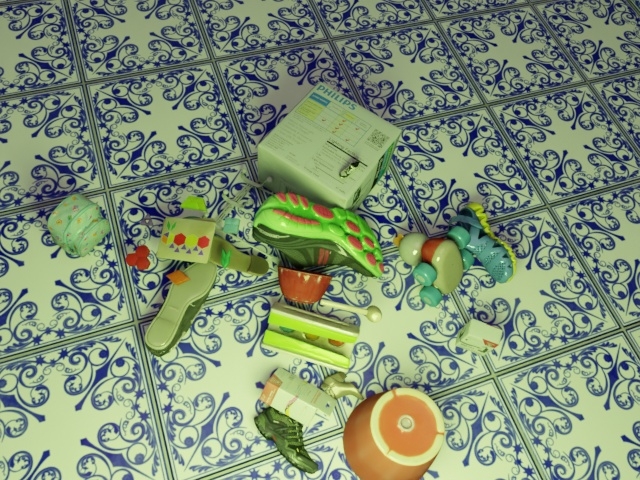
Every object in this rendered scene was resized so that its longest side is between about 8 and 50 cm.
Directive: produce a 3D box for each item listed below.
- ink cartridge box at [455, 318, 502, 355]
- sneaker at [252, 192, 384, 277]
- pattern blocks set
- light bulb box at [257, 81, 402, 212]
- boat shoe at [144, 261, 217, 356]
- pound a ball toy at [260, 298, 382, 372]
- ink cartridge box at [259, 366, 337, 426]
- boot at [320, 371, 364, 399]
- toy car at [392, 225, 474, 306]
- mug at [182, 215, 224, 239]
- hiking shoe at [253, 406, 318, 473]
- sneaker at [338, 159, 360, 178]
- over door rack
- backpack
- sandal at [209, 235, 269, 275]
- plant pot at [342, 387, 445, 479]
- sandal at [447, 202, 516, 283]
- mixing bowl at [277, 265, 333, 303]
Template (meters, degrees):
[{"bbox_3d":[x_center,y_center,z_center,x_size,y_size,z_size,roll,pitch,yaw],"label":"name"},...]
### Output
[{"bbox_3d":[0.487,0.301,1.746,0.099,0.135,0.056,20,65,5],"label":"ink cartridge box"},{"bbox_3d":[0.000,0.000,1.793,0.483,0.202,0.185,25,48,-25],"label":"sneaker"},{"bbox_3d":[-0.418,-0.002,1.752,0.325,0.026,0.285,14,74,13],"label":"pattern blocks set"},{"bbox_3d":[0.028,-0.291,1.957,0.358,0.225,0.361,34,63,11],"label":"light bulb box"},{"bbox_3d":[-0.426,0.204,1.731,0.112,0.095,0.335,25,57,6],"label":"boat shoe"},{"bbox_3d":[0.006,0.253,1.698,0.319,0.136,0.208,15,97,2],"label":"pound a ball toy"},{"bbox_3d":[-0.061,0.453,1.608,0.198,0.115,0.067,27,104,9],"label":"ink cartridge box"},{"bbox_3d":[0.060,0.449,1.676,0.087,0.042,0.118,-37,70,-16],"label":"boot"},{"bbox_3d":[0.342,0.054,1.862,0.219,0.210,0.238,-44,46,-20],"label":"toy car"},{"bbox_3d":[-0.404,-0.019,1.835,0.158,0.097,0.129,-22,66,-16],"label":"mug"},{"bbox_3d":[-0.078,0.545,1.579,0.227,0.086,0.114,41,68,16],"label":"hiking shoe"},{"bbox_3d":[0.091,-0.227,1.784,0.083,0.037,0.032,-39,76,-21],"label":"sneaker"},{"bbox_3d":[-0.197,-0.085,1.890,0.324,0.108,0.239,32,64,10],"label":"over door rack"},{"bbox_3d":[-0.754,-0.050,1.762,0.144,0.188,0.166,33,63,11],"label":"backpack"},{"bbox_3d":[-0.288,0.063,1.822,0.240,0.079,0.088,23,65,-14],"label":"sandal"},{"bbox_3d":[0.209,0.523,1.535,0.275,0.243,0.275,3,61,-5],"label":"plant pot"},{"bbox_3d":[0.533,0.015,1.904,0.138,0.126,0.317,-10,53,-28],"label":"sandal"},{"bbox_3d":[-0.055,0.143,1.766,0.181,0.181,0.098,10,89,-1],"label":"mixing bowl"}]
